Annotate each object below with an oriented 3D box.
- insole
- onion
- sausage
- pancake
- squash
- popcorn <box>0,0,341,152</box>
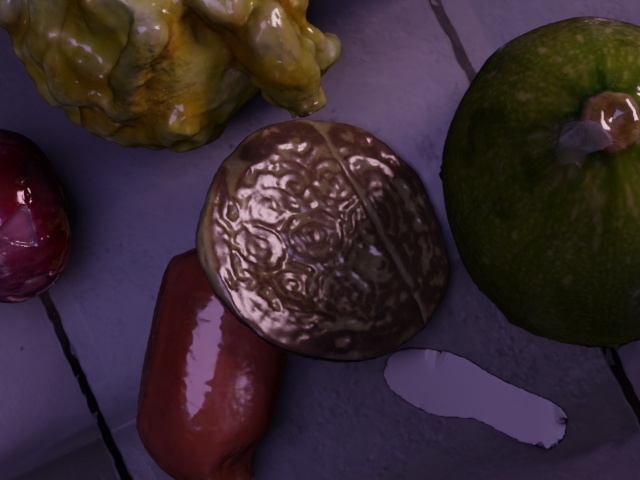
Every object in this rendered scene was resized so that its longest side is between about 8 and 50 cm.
[{"bbox_3d":[0.148,0.150,1.728,0.188,0.004,0.064,21,95,16],"label":"insole"},{"bbox_3d":[-0.320,-0.025,1.785,0.153,0.177,0.177,8,91,-16],"label":"onion"},{"bbox_3d":[-0.102,0.115,1.732,0.148,0.148,0.254,12,85,17],"label":"sausage"},{"bbox_3d":[0.000,0.000,1.697,0.250,0.031,0.250,6,70,-16],"label":"pancake"},{"bbox_3d":[0.223,-0.050,1.553,0.310,0.309,0.310,0,90,17],"label":"squash"},{"bbox_3d":[-0.155,-0.220,1.688,0.279,0.274,0.335,-26,82,17],"label":"popcorn"}]
